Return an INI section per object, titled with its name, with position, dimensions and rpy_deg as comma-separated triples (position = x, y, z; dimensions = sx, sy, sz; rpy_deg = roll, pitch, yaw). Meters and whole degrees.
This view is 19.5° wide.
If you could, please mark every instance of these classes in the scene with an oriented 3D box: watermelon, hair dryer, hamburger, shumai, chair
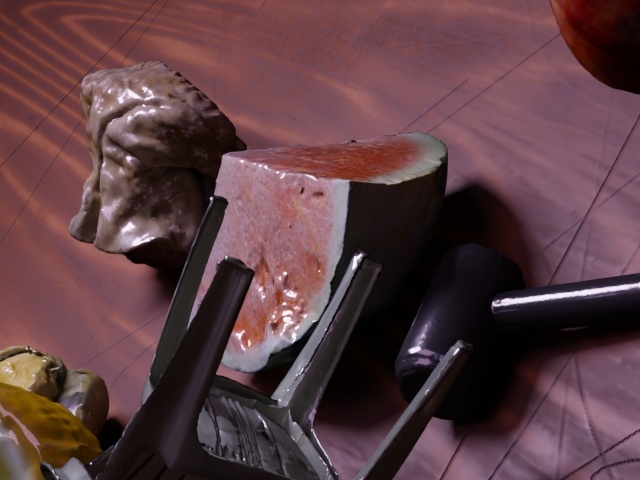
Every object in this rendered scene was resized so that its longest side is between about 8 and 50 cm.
[watermelon]
position = 0.000, 0.000, 1.471
dimensions = 0.256, 0.176, 0.260
rpy_deg = -51, 30, -4
[hair dryer]
position = 0.167, 0.059, 1.280
dimensions = 0.248, 0.070, 0.114
rpy_deg = -7, 44, 41
[hamburger]
position = -0.310, 0.195, 1.669
dimensions = 0.309, 0.132, 0.211
rpy_deg = -28, 14, 20
[shumai]
position = -0.186, -0.075, 1.835
dimensions = 0.185, 0.184, 0.218
rpy_deg = -47, 39, -6
[chair]
position = -0.060, 0.126, 1.296
dimensions = 0.274, 0.203, 0.190
rpy_deg = -61, 26, 12

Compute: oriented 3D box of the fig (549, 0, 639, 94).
[fig]
position = 0.269, -0.223, 1.357
dimensions = 0.224, 0.224, 0.263
rpy_deg = -33, 16, 24

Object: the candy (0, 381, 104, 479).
[candy]
position = -0.276, 0.236, 1.476
dimensions = 0.260, 0.260, 0.118
rpy_deg = -38, -16, 17
